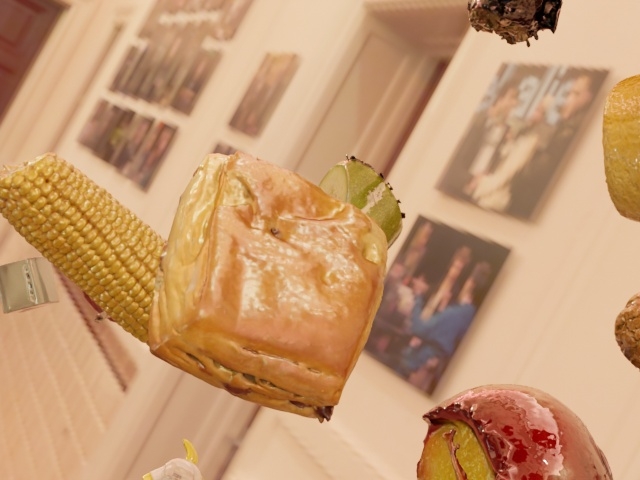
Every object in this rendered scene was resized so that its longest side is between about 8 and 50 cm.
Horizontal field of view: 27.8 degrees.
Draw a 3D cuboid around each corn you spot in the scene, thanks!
[{"bbox_3d":[-0.298,0.017,1.837,0.387,0.144,0.144,47,-7,-22],"label":"corn"}]

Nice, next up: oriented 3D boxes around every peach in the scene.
[{"bbox_3d":[0.335,0.425,2.175,0.310,0.335,0.406,1,27,-13],"label":"peach"}]

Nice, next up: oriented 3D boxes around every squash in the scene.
[{"bbox_3d":[0.000,0.000,2.199,0.189,0.260,0.189,41,-27,26],"label":"squash"}]

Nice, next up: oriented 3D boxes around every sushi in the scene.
[{"bbox_3d":[0.316,-0.385,2.129,0.147,0.115,0.212,17,8,-3],"label":"sushi"}]

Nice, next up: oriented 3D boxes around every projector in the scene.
[{"bbox_3d":[-0.498,0.076,2.188,0.083,0.082,0.083,-14,-4,10],"label":"projector"}]

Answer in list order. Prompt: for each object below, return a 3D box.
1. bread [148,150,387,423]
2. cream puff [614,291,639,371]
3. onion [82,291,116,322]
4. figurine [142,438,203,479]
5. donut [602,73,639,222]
[{"bbox_3d":[-0.041,0.035,1.184,0.210,0.235,0.099,24,-41,-13],"label":"bread"},{"bbox_3d":[0.461,0.131,1.733,0.126,0.103,0.144,-15,-46,36],"label":"cream puff"},{"bbox_3d":[-0.340,0.097,2.180,0.150,0.150,0.140,29,32,-8],"label":"onion"},{"bbox_3d":[-0.225,0.421,2.099,0.109,0.129,0.178,14,-47,16],"label":"figurine"},{"bbox_3d":[0.330,-0.093,1.308,0.065,0.162,0.178,4,-14,27],"label":"donut"}]
